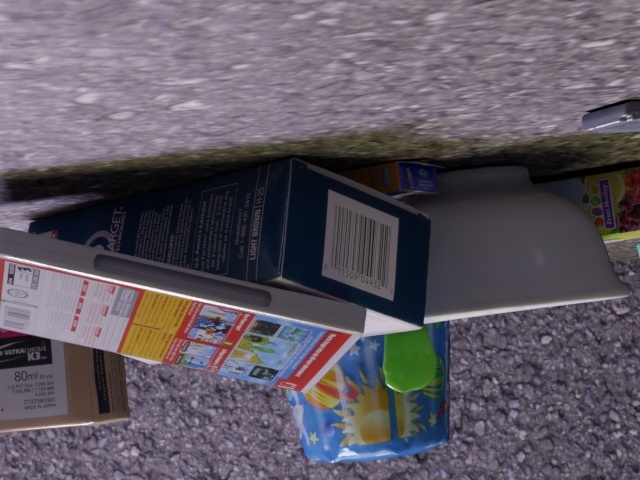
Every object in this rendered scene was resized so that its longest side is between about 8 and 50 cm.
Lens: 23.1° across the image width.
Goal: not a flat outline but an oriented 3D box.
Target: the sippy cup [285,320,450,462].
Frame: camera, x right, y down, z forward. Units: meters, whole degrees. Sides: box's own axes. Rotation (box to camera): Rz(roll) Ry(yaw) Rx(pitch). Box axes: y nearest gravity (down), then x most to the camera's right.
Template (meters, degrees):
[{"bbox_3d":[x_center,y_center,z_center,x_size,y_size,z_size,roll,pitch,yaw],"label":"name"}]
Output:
[{"bbox_3d":[0.050,0.132,1.774,0.240,0.224,0.305,-10,176,20],"label":"sippy cup"}]

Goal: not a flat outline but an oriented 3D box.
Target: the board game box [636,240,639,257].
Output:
[{"bbox_3d":[0.459,-0.022,1.724,0.160,0.047,0.210,-10,-165,33],"label":"board game box"}]

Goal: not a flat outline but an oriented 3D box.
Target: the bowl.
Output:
[{"bbox_3d":[0.133,0.007,1.458,0.297,0.134,0.298,-7,176,0],"label":"bowl"}]

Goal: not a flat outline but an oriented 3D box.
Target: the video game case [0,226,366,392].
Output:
[{"bbox_3d":[-0.124,0.061,1.257,0.285,0.025,0.204,13,159,-9],"label":"video game case"}]

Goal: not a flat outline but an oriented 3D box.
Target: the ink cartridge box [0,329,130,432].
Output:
[{"bbox_3d":[-0.323,0.101,1.603,0.234,0.193,0.088,-8,175,18],"label":"ink cartridge box"}]

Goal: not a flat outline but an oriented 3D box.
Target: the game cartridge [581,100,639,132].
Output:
[{"bbox_3d":[0.236,-0.091,1.157,0.083,0.017,0.056,-3,171,-34],"label":"game cartridge"}]

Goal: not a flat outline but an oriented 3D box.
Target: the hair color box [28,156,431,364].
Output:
[{"bbox_3d":[-0.091,0.027,1.356,0.347,0.105,0.174,-11,156,43],"label":"hair color box"}]

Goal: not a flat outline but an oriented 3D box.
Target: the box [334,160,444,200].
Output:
[{"bbox_3d":[0.039,-0.046,1.357,0.136,0.028,0.081,-7,176,28],"label":"box"}]

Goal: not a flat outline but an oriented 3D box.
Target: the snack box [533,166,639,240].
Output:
[{"bbox_3d":[0.263,-0.028,1.633,0.207,0.070,0.174,-8,177,27],"label":"snack box"}]
